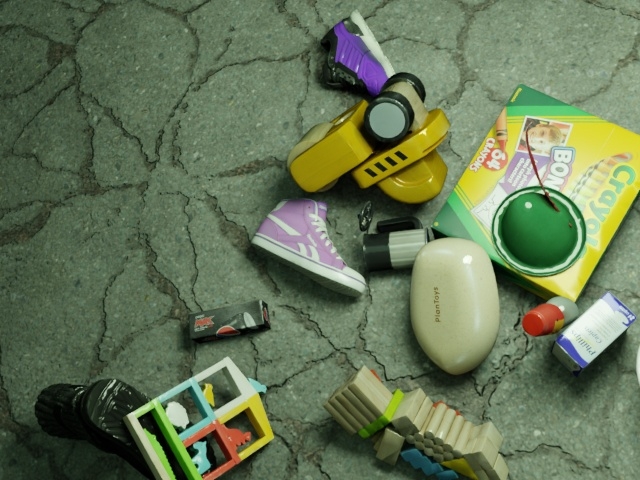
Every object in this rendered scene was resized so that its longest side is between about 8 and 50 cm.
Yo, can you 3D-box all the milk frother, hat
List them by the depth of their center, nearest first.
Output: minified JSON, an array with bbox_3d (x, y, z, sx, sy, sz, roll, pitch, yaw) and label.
[{"bbox_3d":[0.388,-0.054,1.447,0.173,0.183,0.208,-40,68,0],"label":"hat"},{"bbox_3d":[0.152,-0.011,1.633,0.134,0.143,0.129,-6,66,12],"label":"milk frother"}]

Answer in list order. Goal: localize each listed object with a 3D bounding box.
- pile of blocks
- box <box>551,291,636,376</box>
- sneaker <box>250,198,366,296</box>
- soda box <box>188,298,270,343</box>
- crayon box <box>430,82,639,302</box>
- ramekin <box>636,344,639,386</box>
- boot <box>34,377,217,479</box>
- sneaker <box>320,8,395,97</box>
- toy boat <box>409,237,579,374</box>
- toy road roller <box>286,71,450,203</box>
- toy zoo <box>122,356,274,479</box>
[{"bbox_3d":[0.190,0.356,1.528,0.362,0.149,0.112,26,36,12],"label":"pile of blocks"},{"bbox_3d":[0.504,0.176,1.481,0.137,0.126,0.072,-42,69,-3],"label":"box"},{"bbox_3d":[0.000,-0.001,1.693,0.282,0.102,0.161,29,77,22],"label":"sneaker"},{"bbox_3d":[-0.195,0.174,1.706,0.168,0.053,0.060,-13,68,11],"label":"soda box"},{"bbox_3d":[0.451,-0.091,1.600,0.313,0.106,0.363,29,81,22],"label":"crayon box"},{"bbox_3d":[0.697,0.239,1.377,0.272,0.127,0.273,-15,54,22],"label":"ramekin"},{"bbox_3d":[-0.395,0.400,1.626,0.260,0.348,0.131,-20,30,47],"label":"boot"},{"bbox_3d":[0.086,-0.377,1.809,0.146,0.102,0.294,-28,62,8],"label":"sneaker"},{"bbox_3d":[0.319,0.132,1.515,0.318,0.148,0.268,6,99,40],"label":"toy boat"},{"bbox_3d":[0.120,-0.172,1.665,0.329,0.202,0.241,-28,105,27],"label":"toy road roller"},{"bbox_3d":[-0.216,0.357,1.563,0.293,0.030,0.192,-26,83,-39],"label":"toy zoo"}]
